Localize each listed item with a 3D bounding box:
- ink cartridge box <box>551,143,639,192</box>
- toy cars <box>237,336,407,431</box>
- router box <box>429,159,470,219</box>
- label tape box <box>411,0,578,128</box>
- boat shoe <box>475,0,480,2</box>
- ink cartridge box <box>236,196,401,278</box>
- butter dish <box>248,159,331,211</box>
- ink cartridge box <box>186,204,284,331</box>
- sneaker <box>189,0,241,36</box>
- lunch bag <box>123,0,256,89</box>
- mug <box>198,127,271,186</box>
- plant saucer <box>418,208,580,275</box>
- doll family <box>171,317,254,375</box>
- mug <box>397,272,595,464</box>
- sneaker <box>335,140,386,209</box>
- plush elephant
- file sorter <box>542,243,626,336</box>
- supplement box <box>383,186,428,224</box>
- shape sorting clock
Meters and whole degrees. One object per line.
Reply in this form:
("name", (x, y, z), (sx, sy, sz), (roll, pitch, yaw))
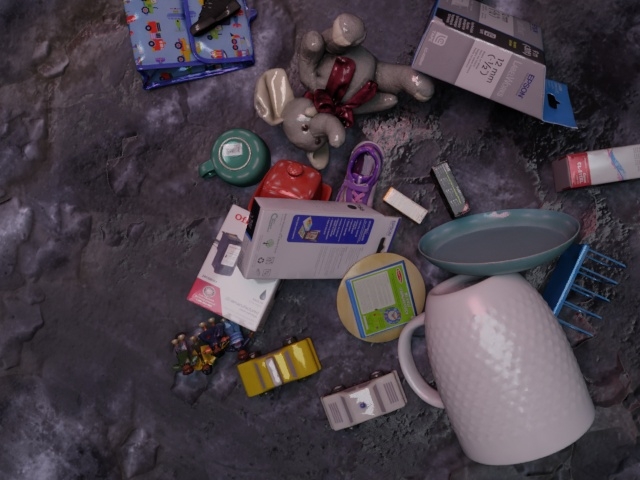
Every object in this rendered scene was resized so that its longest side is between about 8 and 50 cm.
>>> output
("ink cartridge box", (0.599, -0.153, 1.351), (0.175, 0.127, 0.072), (-8, 88, 6))
("toy cars", (-0.002, 0.325, 1.421), (0.393, 0.087, 0.177), (19, 91, 6))
("router box", (0.284, -0.110, 1.403), (0.038, 0.092, 0.123), (-25, 86, 4))
("label tape box", (0.377, -0.378, 1.305), (0.347, 0.249, 0.115), (21, 128, 1))
("boat shoe", (0.254, -0.592, 1.421), (0.254, 0.095, 0.079), (35, 90, 8))
("ink cartridge box", (0.000, 0.000, 1.346), (0.332, 0.065, 0.165), (3, 119, -29))
("butter dish", (-0.062, -0.121, 1.402), (0.159, 0.118, 0.160), (19, 51, 7))
("ink cartridge box", (-0.164, 0.062, 1.430), (0.171, 0.100, 0.237), (24, 84, 6))
("sneaker", (-0.243, -0.527, 1.416), (0.170, 0.051, 0.089), (-41, 101, -26))
("lunch bag", (-0.292, -0.497, 1.477), (0.293, 0.138, 0.221), (-12, 86, -10))
("mug", (-0.193, -0.180, 1.454), (0.129, 0.097, 0.158), (39, 92, 6))
("plant saucer", (0.359, 0.004, 1.293), (0.317, 0.317, 0.044), (-11, 108, 6))
("doll family", (-0.244, 0.247, 1.449), (0.193, 0.076, 0.111), (-33, 57, 9))
("mug", (0.319, 0.239, 1.305), (0.374, 0.276, 0.328), (-19, 95, 43))
("sneaker", (0.084, -0.110, 1.418), (0.095, 0.104, 0.237), (13, 93, 4))
("plush elephant", (0.015, -0.294, 1.347), (0.330, 0.271, 0.256), (18, 83, 50))
("file sorter", (0.553, 0.105, 1.355), (0.104, 0.118, 0.170), (24, 91, 3))
("supplement box", (0.189, -0.076, 1.427), (0.098, 0.062, 0.036), (34, 91, 7))
("shape sorting clock", (0.135, 0.127, 1.411), (0.206, 0.040, 0.206), (-2, 104, -9))
